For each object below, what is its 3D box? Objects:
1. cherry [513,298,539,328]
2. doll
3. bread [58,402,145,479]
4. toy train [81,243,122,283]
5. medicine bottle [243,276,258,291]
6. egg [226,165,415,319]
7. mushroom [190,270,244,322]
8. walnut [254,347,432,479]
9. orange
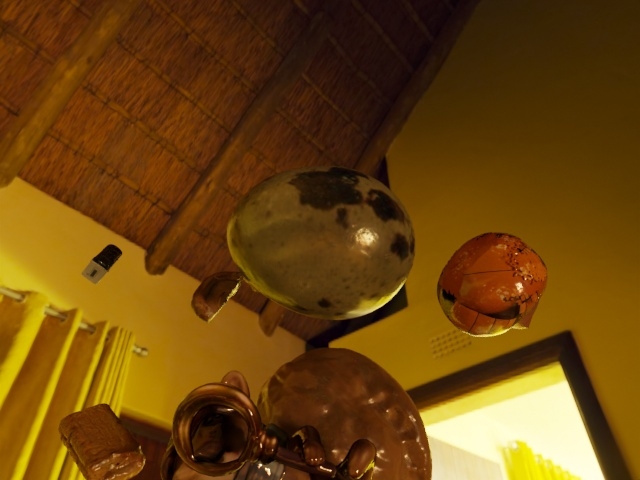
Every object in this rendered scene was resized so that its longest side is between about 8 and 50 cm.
[{"bbox_3d":[0.503,0.118,1.366,0.239,0.239,0.206,9,-62,-10],"label":"cherry"},{"bbox_3d":[-0.083,0.374,0.757,0.339,0.209,0.318,27,-68,16],"label":"doll"},{"bbox_3d":[-0.439,0.409,0.982,0.113,0.211,0.084,-8,-74,-40],"label":"bread"},{"bbox_3d":[-0.586,0.057,1.333,0.052,0.234,0.051,41,-90,-17],"label":"toy train"},{"bbox_3d":[-0.156,0.110,1.524,0.119,0.095,0.188,-9,9,-43],"label":"medicine bottle"},{"bbox_3d":[0.000,0.000,1.117,0.427,0.345,0.345,12,-42,10],"label":"egg"},{"bbox_3d":[-0.291,0.147,1.346,0.094,0.210,0.072,36,-56,-6],"label":"mushroom"},{"bbox_3d":[0.026,0.414,1.035,0.383,0.384,0.384,0,-43,0],"label":"walnut"},{"bbox_3d":[0.357,0.094,1.043,0.182,0.234,0.234,45,-57,-14],"label":"orange"}]
